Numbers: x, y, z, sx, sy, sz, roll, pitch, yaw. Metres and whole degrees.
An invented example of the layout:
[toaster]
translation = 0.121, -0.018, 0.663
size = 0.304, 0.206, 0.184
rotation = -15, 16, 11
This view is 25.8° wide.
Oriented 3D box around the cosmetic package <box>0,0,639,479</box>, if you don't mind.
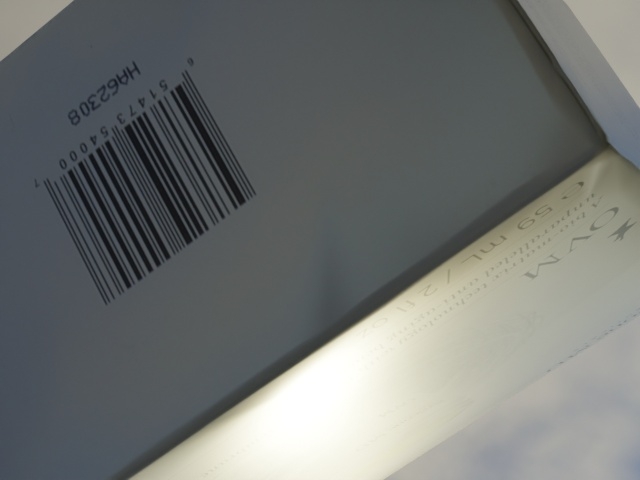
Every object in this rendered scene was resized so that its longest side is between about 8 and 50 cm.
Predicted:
[cosmetic package]
translation = 0.000, 0.000, 0.491
size = 0.224, 0.138, 0.225
rotation = -36, -19, 17
